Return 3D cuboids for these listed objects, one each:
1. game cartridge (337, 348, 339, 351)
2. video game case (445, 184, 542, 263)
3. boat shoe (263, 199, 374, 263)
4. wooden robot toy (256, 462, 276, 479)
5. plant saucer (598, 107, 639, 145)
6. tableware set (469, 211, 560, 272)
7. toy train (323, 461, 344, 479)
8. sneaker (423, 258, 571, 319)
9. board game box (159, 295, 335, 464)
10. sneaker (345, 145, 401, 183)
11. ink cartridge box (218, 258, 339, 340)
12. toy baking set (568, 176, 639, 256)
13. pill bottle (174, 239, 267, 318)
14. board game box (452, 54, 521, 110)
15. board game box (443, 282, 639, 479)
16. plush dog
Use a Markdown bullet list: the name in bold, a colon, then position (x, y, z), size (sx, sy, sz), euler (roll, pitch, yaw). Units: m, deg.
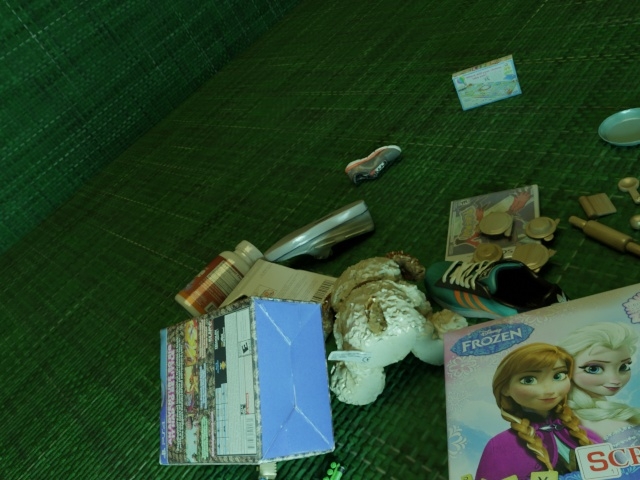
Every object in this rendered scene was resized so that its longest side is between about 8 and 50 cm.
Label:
- **game cartridge**: position (0.060, 0.207, 1.063), size (0.056, 0.017, 0.083), euler (-16, 37, 28)
- **video game case**: position (0.349, -0.026, 1.121), size (0.183, 0.023, 0.201), euler (-11, 40, 28)
- **boat shoe**: position (0.000, 0.000, 1.301), size (0.267, 0.088, 0.096), euler (-28, 11, -4)
- **wooden robot toy**: position (-0.059, 0.426, 0.863), size (0.079, 0.076, 0.173), euler (3, 34, -11)
- **plant saucer**: position (0.643, -0.230, 1.147), size (0.119, 0.021, 0.119), euler (-20, 37, 16)
- **tableware set**: position (0.362, 0.000, 1.041), size (0.169, 0.020, 0.141), euler (7, 52, 40)
- **toy train**: position (0.012, 0.390, 0.874), size (0.024, 0.017, 0.083), euler (12, 53, 33)
- **sneaker**: position (0.293, 0.075, 0.953), size (0.108, 0.121, 0.302), euler (-47, 37, -20)
- **board game box**: position (-0.134, 0.238, 0.911), size (0.291, 0.141, 0.232), euler (-22, 65, 44)
- **sneaker**: position (0.147, -0.194, 1.469), size (0.158, 0.061, 0.065), euler (-25, 62, 11)
- **ink cartridge box**: position (-0.113, 0.185, 1.167), size (0.261, 0.066, 0.296), euler (12, 53, 41)
- **toy baking set**: position (0.575, -0.048, 0.966), size (0.197, 0.030, 0.256), euler (-34, 35, -4)
- **pill bottle**: position (-0.229, 0.104, 1.318), size (0.216, 0.121, 0.121), euler (-45, 37, -19)
- **board game box**: position (0.437, -0.413, 1.457), size (0.154, 0.103, 0.026), euler (-12, 40, 26)
- **board game box**: position (0.307, 0.197, 0.645), size (0.319, 0.066, 0.318), euler (-19, 28, 21)
- **plush dog**: position (0.092, 0.121, 0.974), size (0.262, 0.210, 0.225), euler (-29, 34, 5)
